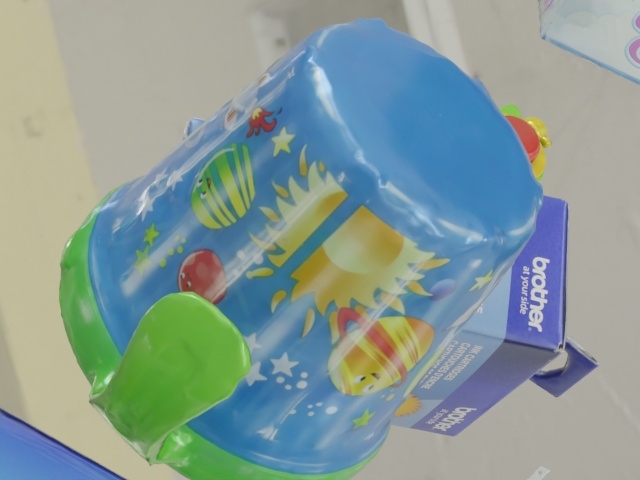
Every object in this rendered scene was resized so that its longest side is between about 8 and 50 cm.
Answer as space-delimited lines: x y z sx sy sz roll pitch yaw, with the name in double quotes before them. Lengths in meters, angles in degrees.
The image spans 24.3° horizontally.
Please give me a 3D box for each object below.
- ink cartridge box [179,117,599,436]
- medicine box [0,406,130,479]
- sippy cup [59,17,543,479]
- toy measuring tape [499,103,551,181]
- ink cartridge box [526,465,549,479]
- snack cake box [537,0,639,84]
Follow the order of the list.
"ink cartridge box" 0.044 0.049 1.305 0.270 0.395 0.151 122 -24 -63
"medicine box" -0.184 0.148 0.292 0.149 0.263 0.289 -21 -133 34
"sippy cup" 0.000 0.000 0.870 0.224 0.240 0.305 -47 -148 35
"toy measuring tape" 0.178 -0.077 1.813 0.121 0.330 0.121 26 -52 38
"ink cartridge box" 0.225 0.286 1.614 0.028 0.083 0.048 44 -4 -2
"snack cake box" 0.269 -0.124 0.908 0.264 0.152 0.089 24 -66 -3
